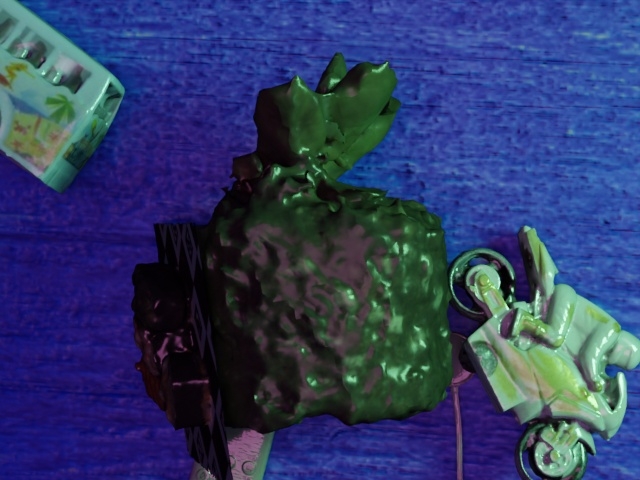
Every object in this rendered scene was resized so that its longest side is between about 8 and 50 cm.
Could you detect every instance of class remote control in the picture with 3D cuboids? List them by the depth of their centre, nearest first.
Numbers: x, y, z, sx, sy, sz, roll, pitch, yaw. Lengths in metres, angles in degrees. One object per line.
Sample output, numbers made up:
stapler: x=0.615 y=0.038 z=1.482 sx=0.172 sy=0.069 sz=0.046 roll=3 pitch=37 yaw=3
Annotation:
remote control: x=-0.093 y=0.238 z=1.396 sx=0.067 sy=0.029 sz=0.261 roll=16 pitch=96 yaw=8

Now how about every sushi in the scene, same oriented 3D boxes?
sushi: x=-0.133 y=0.096 z=1.292 sx=0.047 sy=0.231 sz=0.219 roll=-9 pitch=93 yaw=-14

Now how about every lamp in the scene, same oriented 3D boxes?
lamp: x=0.121 y=0.182 z=1.352 sx=0.050 sy=0.056 sz=0.198 roll=-5 pitch=90 yaw=11

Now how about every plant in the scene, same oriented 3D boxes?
plant: x=0.000 y=0.000 z=1.274 sx=0.213 sy=0.215 sz=0.312 roll=-8 pitch=91 yaw=6

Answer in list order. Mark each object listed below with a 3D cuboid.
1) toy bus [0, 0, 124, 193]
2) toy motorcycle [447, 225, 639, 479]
toy bus: x=-0.340 y=-0.182 z=1.372 sx=0.330 sy=0.109 sz=0.136 roll=36 pitch=89 yaw=5
toy motorcycle: x=0.203 y=0.098 z=1.318 sx=0.151 sy=0.074 sz=0.228 roll=-20 pitch=79 yaw=-4
